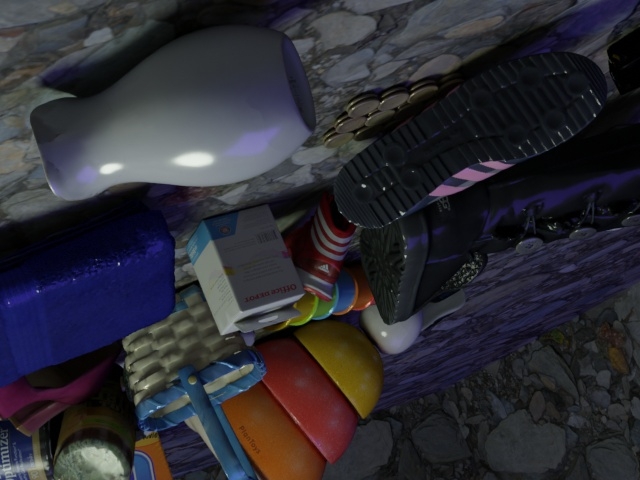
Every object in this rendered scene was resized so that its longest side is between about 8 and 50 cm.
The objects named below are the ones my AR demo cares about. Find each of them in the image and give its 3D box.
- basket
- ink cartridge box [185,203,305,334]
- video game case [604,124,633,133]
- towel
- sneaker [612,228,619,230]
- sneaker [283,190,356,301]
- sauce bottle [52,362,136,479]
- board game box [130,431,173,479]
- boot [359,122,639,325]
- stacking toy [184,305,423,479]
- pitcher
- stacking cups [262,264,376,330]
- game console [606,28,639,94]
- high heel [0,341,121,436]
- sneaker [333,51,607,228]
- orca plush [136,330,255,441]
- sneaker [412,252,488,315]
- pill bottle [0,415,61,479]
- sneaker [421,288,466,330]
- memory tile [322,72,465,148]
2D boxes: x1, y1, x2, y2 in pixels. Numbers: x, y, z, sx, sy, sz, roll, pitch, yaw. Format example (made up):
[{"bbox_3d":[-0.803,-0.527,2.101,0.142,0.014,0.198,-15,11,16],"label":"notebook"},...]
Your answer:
[{"bbox_3d":[-0.166,0.228,1.745,0.201,0.289,0.255,-30,164,-8],"label":"basket"},{"bbox_3d":[-0.091,0.045,1.491,0.092,0.143,0.090,-15,164,-27],"label":"ink cartridge box"},{"bbox_3d":[0.441,-0.136,1.898,0.143,0.019,0.157,-8,159,-46],"label":"video game case"},{"bbox_3d":[-0.309,0.070,1.318,0.308,0.076,0.227,-21,157,-18],"label":"towel"},{"bbox_3d":[0.525,-0.116,1.990,0.115,0.105,0.281,9,142,-38],"label":"sneaker"},{"bbox_3d":[0.000,0.000,1.590,0.128,0.087,0.221,-62,-161,2],"label":"sneaker"},{"bbox_3d":[-0.324,0.267,1.779,0.111,0.111,0.344,-22,-162,-1],"label":"sauce bottle"},{"bbox_3d":[-0.456,0.531,2.197,0.356,0.356,0.356,-17,173,-22],"label":"board game box"},{"bbox_3d":[0.296,-0.027,1.768,0.445,0.146,0.367,-17,164,-11],"label":"boot"},{"bbox_3d":[0.004,0.272,2.275,0.480,0.350,0.350,-37,167,-6],"label":"stacking toy"},{"bbox_3d":[-0.110,-0.104,1.010,0.207,0.125,0.178,-15,-172,13],"label":"pitcher"},{"bbox_3d":[0.015,0.081,1.891,0.096,0.096,0.316,-31,164,31],"label":"stacking cups"},{"bbox_3d":[0.478,-0.232,1.550,0.213,0.044,0.361,-25,166,11],"label":"game console"},{"bbox_3d":[-0.369,0.143,1.573,0.181,0.127,0.377,-42,169,-12],"label":"high heel"},{"bbox_3d":[0.166,-0.120,1.357,0.319,0.112,0.131,-24,-178,16],"label":"sneaker"},{"bbox_3d":[-0.235,0.211,1.948,0.287,0.102,0.151,-48,157,-22],"label":"orca plush"},{"bbox_3d":[0.210,0.052,2.170,0.235,0.084,0.097,-33,-174,40],"label":"sneaker"},{"bbox_3d":[-0.526,0.346,1.942,0.219,0.122,0.123,-9,165,-2],"label":"pill bottle"},{"bbox_3d":[0.186,0.160,2.467,0.217,0.079,0.121,-17,163,-27],"label":"sneaker"},{"bbox_3d":[0.080,-0.143,1.334,0.148,0.012,0.113,-15,164,-25],"label":"memory tile"}]
